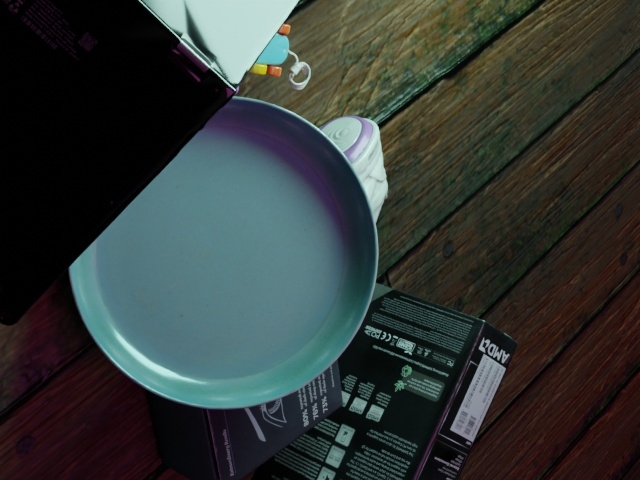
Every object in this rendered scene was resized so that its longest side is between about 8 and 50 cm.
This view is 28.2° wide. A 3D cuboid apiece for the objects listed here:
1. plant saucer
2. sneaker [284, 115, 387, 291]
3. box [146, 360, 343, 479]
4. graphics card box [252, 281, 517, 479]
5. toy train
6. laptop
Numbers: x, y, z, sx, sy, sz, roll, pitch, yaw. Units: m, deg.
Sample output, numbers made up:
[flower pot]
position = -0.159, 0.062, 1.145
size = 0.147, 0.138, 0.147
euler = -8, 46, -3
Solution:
[plant saucer]
position = -0.098, 0.013, 1.306
size = 0.317, 0.044, 0.318
euler = 0, 90, -12
[sneaker]
position = 0.000, 0.000, 1.455
size = 0.305, 0.114, 0.152
euler = -54, 141, -32
[box]
position = -0.085, 0.158, 1.441
size = 0.207, 0.108, 0.153
euler = -29, 124, -38
[graphics card box]
position = 0.059, 0.243, 1.542
size = 0.094, 0.233, 0.371
euler = 31, 80, -45
[toy train]
position = -0.089, -0.166, 1.365
size = 0.166, 0.046, 0.125
euler = -43, 134, -25
[laptop]
position = -0.247, -0.225, 1.033
size = 0.382, 0.236, 0.408
euler = 43, 97, -13
